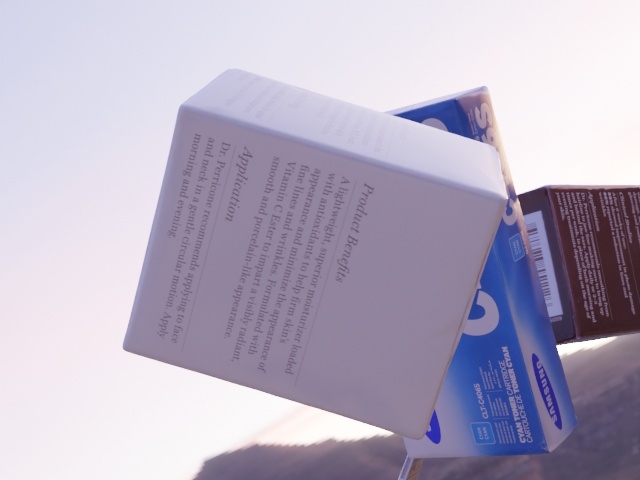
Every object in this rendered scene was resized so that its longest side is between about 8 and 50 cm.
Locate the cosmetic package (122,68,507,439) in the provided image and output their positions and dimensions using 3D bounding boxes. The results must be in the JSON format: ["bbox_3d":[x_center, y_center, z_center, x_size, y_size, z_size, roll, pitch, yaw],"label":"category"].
[{"bbox_3d":[0.000,0.000,0.664,0.151,0.183,0.151,-71,-2,-72],"label":"cosmetic package"}]

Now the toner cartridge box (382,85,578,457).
[{"bbox_3d":[0.124,0.039,1.081,0.165,0.348,0.075,-11,9,39],"label":"toner cartridge box"}]

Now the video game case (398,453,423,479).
[{"bbox_3d":[0.126,0.275,1.424,0.122,0.011,0.087,-70,-17,4],"label":"video game case"}]

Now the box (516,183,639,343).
[{"bbox_3d":[0.378,0.030,1.432,0.381,0.191,0.143,-2,-11,-39],"label":"box"}]
